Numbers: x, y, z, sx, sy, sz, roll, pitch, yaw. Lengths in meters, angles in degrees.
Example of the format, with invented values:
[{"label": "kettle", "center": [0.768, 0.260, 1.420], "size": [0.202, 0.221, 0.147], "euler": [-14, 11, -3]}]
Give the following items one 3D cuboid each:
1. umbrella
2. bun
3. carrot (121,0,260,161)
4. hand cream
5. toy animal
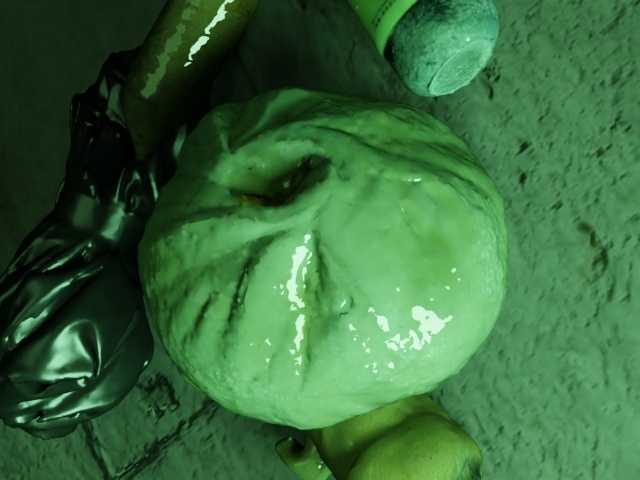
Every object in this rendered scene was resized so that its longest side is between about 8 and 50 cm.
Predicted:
[{"label": "umbrella", "center": [-0.115, -0.040, 1.184], "size": [0.118, 0.118, 0.340], "euler": [29, 96, 38]}, {"label": "bun", "center": [0.000, 0.000, 1.018], "size": [0.195, 0.118, 0.195], "euler": [-6, 56, 8]}, {"label": "carrot", "center": [-0.027, -0.196, 1.092], "size": [0.070, 0.070, 0.342], "euler": [33, 95, 37]}, {"label": "hand cream", "center": [0.040, -0.157, 1.085], "size": [0.095, 0.046, 0.175], "euler": [-46, 56, 28]}, {"label": "toy animal", "center": [0.014, 0.092, 1.071], "size": [0.101, 0.103, 0.219], "euler": [-47, 55, 5]}]
